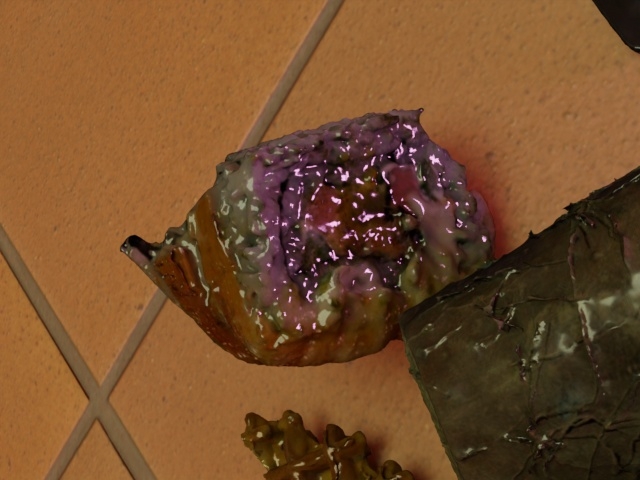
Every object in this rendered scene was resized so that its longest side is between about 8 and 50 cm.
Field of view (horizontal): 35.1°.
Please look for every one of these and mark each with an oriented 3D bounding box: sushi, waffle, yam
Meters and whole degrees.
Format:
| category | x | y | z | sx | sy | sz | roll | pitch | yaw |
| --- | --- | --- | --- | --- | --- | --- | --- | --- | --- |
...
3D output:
| category | x | y | z | sx | sy | sz | roll | pitch | yaw |
| --- | --- | --- | --- | --- | --- | --- | --- | --- | --- |
| sushi | 0.000 | 0.000 | 0.784 | 0.139 | 0.274 | 0.184 | -13 | 92 | 62 |
| waffle | 0.001 | 0.303 | 0.854 | 0.259 | 0.069 | 0.293 | 19 | 92 | 41 |
| yam | 0.188 | 0.062 | 0.652 | 0.271 | 0.201 | 0.202 | -36 | 59 | 38 |

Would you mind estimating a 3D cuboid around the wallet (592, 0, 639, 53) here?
| category | x | y | z | sx | sy | sz | roll | pitch | yaw |
| --- | --- | --- | --- | --- | --- | --- | --- | --- | --- |
| wallet | 0.274 | -0.209 | 0.738 | 0.156 | 0.018 | 0.082 | -41 | 57 | 28 |
